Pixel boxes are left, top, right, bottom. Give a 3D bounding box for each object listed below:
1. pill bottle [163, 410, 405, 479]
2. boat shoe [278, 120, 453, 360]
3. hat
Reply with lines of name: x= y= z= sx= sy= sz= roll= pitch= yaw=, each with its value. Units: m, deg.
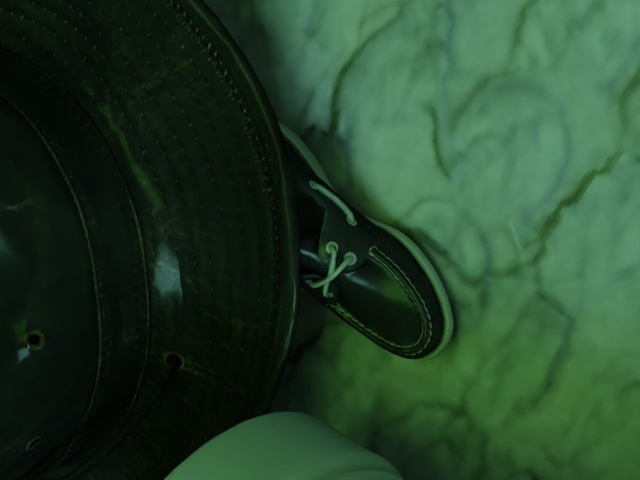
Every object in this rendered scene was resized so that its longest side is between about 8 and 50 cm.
pill bottle: x=0.059 y=0.185 z=0.493 sx=0.283 sy=0.161 sz=0.161 roll=31 pitch=112 yaw=35
boat shoe: x=0.000 y=0.000 z=0.586 sx=0.125 sy=0.038 sz=0.046 roll=50 pitch=119 yaw=15
hat: x=-0.169 y=0.018 z=0.613 sx=0.331 sy=0.134 sz=0.331 roll=12 pitch=110 yaw=37
